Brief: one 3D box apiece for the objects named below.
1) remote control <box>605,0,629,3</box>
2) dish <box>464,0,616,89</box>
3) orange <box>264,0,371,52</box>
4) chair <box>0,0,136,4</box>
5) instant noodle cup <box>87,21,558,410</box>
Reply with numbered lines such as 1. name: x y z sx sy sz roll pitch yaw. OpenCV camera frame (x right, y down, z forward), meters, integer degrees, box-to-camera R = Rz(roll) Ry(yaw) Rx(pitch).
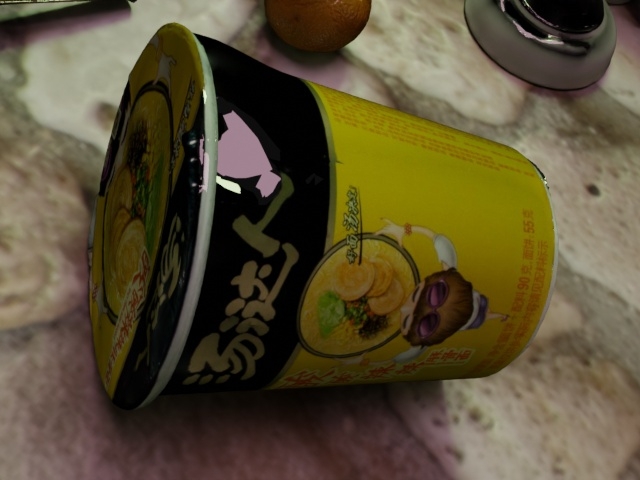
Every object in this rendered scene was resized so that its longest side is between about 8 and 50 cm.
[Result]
1. remote control: 0.272 -0.326 0.992 0.077 0.022 0.244 13 55 -14
2. dish: 0.202 -0.206 0.854 0.141 0.078 0.141 9 56 -14
3. orange: -0.003 -0.183 0.769 0.085 0.085 0.085 9 56 -14
4. chair: -0.273 -0.216 0.628 0.327 0.183 0.175 -24 68 -32
5. instant noodle cup: 0.000 0.000 0.588 0.236 0.215 0.215 8 56 -25
